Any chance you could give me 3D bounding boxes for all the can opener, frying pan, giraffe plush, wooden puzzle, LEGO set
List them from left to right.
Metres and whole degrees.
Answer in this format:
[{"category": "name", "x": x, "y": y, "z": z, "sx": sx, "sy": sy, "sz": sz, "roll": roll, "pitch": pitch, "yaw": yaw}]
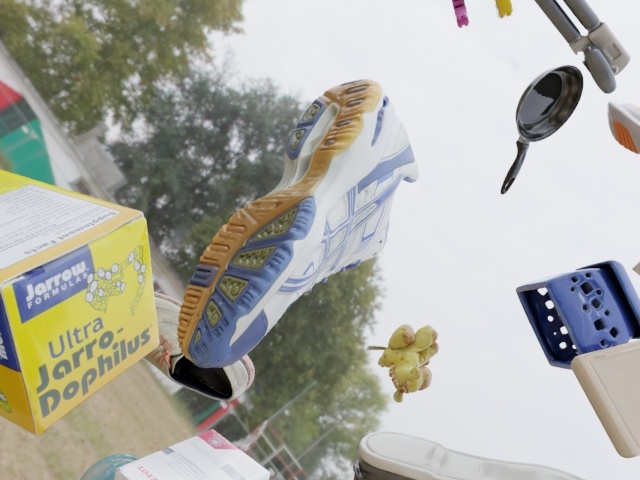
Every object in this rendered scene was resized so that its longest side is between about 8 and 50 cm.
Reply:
[{"category": "giraffe plush", "x": 0.252, "y": 0.358, "z": 1.735, "sx": 0.170, "sy": 0.210, "sz": 0.181, "roll": -105, "pitch": -175, "yaw": -51}, {"category": "LEGO set", "x": 0.234, "y": -0.359, "z": 0.883, "sx": 0.227, "sy": 0.087, "sz": 0.093, "roll": -34, "pitch": 109, "yaw": -73}, {"category": "frying pan", "x": 0.534, "y": -0.277, "z": 1.481, "sx": 0.053, "sy": 0.197, "sz": 0.326, "roll": 52, "pitch": -28, "yaw": 41}, {"category": "can opener", "x": 0.486, "y": -0.400, "z": 1.139, "sx": 0.280, "sy": 0.093, "sz": 0.074, "roll": 42, "pitch": -57, "yaw": -19}, {"category": "wooden puzzle", "x": 0.681, "y": 0.329, "z": 1.302, "sx": 0.044, "sy": 0.238, "sz": 0.221, "roll": 104, "pitch": -29, "yaw": -56}]

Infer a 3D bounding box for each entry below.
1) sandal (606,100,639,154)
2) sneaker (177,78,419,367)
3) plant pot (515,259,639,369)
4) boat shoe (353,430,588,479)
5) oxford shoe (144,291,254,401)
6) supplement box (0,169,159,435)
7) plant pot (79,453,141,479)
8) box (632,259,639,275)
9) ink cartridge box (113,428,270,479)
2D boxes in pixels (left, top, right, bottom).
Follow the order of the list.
[{"category": "sandal", "x": 0.760, "y": -0.245, "z": 1.406, "sx": 0.265, "sy": 0.076, "sz": 0.102, "roll": -112, "pitch": 177, "yaw": -50}, {"category": "sneaker", "x": 0.000, "y": 0.000, "z": 0.540, "sx": 0.112, "sy": 0.296, "sz": 0.131, "roll": 14, "pitch": -27, "yaw": 50}, {"category": "plant pot", "x": 0.665, "y": 0.178, "z": 1.536, "sx": 0.236, "sy": 0.212, "sz": 0.236, "roll": 89, "pitch": -22, "yaw": -81}, {"category": "boat shoe", "x": 0.194, "y": 0.299, "z": 0.660, "sx": 0.335, "sy": 0.112, "sz": 0.096, "roll": 10, "pitch": -79, "yaw": 24}, {"category": "oxford shoe", "x": -0.288, "y": 0.193, "z": 1.172, "sx": 0.348, "sy": 0.123, "sz": 0.130, "roll": 27, "pitch": 3, "yaw": 2}, {"category": "supplement box", "x": -0.403, "y": 0.046, "z": 0.749, "sx": 0.356, "sy": 0.194, "sz": 0.195, "roll": 16, "pitch": -59, "yaw": 26}, {"category": "plant pot", "x": -0.438, "y": 0.612, "z": 1.354, "sx": 0.255, "sy": 0.271, "sz": 0.272, "roll": 15, "pitch": -42, "yaw": 60}, {"category": "box", "x": 0.794, "y": -0.031, "z": 1.271, "sx": 0.067, "sy": 0.063, "sz": 0.324, "roll": 47, "pitch": -47, "yaw": 19}, {"category": "ink cartridge box", "x": -0.219, "y": 0.425, "z": 1.031, "sx": 0.158, "sy": 0.218, "sz": 0.092, "roll": 24, "pitch": -75, "yaw": 32}]
